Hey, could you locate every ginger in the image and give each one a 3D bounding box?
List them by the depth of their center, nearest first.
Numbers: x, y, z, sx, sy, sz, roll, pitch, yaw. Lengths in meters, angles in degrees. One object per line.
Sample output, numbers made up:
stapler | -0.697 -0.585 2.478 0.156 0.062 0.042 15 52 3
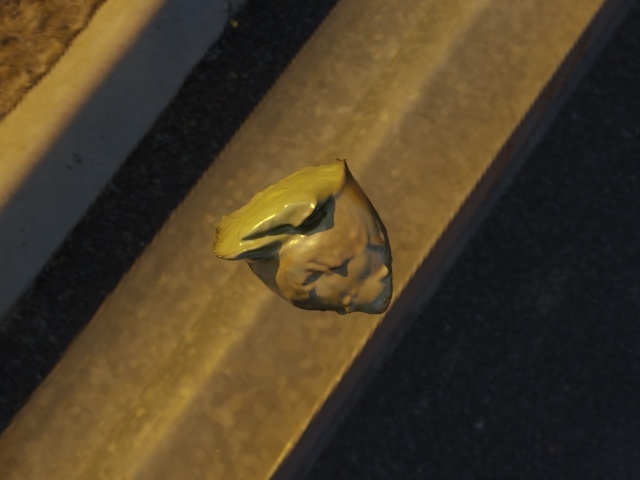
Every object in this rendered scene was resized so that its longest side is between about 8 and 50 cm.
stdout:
ginger | -0.001 -0.003 0.822 0.115 0.193 0.122 -40 103 11
